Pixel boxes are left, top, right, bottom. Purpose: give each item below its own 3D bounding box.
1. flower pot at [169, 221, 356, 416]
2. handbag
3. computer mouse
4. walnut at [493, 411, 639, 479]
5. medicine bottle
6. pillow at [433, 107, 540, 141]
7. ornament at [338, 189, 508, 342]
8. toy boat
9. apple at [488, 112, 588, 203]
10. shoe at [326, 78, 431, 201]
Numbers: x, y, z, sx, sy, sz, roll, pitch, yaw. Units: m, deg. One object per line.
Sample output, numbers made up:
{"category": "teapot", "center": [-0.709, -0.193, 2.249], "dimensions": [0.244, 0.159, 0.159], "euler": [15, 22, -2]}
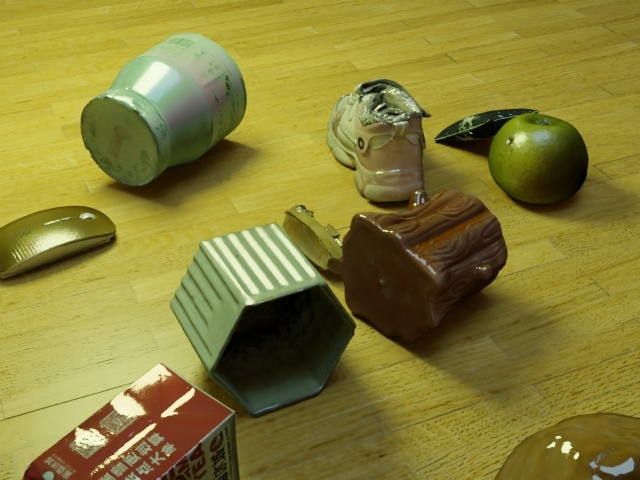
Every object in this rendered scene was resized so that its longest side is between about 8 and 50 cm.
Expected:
{"category": "flower pot", "center": [-0.087, 0.114, 1.391], "dimensions": [0.209, 0.239, 0.189], "euler": [13, 22, -37]}
{"category": "handbag", "center": [-0.243, 0.315, 1.150], "dimensions": [0.151, 0.171, 0.298], "euler": [27, 47, 27]}
{"category": "computer mouse", "center": [-0.496, -0.007, 1.695], "dimensions": [0.245, 0.056, 0.126], "euler": [-21, 41, -29]}
{"category": "walnut", "center": [0.337, 0.367, 0.955], "dimensions": [0.397, 0.308, 0.354], "euler": [22, 74, 29]}
{"category": "medicine bottle", "center": [-0.324, -0.261, 1.899], "dimensions": [0.245, 0.245, 0.290], "euler": [17, 41, 23]}
{"category": "pillow", "center": [0.350, -0.246, 1.977], "dimensions": [0.141, 0.055, 0.208], "euler": [-18, 5, -24]}
{"category": "ornament", "center": [0.171, 0.026, 1.529], "dimensions": [0.217, 0.221, 0.235], "euler": [-26, -1, -37]}
{"category": "toy boat", "center": [0.000, 0.000, 1.685], "dimensions": [0.072, 0.064, 0.206], "euler": [-2, 33, -35]}
{"category": "apple", "center": [0.430, -0.165, 1.837], "dimensions": [0.196, 0.157, 0.196], "euler": [3, 27, -1]}
{"category": "shoe", "center": [0.126, -0.241, 1.905], "dimensions": [0.171, 0.198, 0.351], "euler": [-9, 37, -16]}
